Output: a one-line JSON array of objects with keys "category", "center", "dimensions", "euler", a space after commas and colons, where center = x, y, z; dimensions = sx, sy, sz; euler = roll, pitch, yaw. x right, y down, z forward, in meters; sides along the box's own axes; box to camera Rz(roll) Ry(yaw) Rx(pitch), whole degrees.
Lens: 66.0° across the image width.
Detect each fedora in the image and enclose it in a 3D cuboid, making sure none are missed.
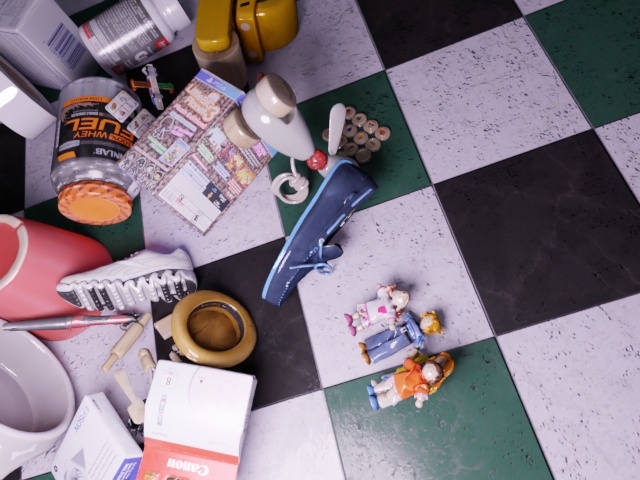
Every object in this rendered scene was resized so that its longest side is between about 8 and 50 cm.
[{"category": "fedora", "center": [-0.230, 0.195, 1.029], "dimensions": [0.079, 0.194, 0.194], "euler": [-50, 58, 34]}]

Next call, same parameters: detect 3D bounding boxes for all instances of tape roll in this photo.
[{"category": "tape roll", "center": [-0.881, -0.421, 1.376], "dimensions": [0.100, 0.286, 0.286], "euler": [-42, 64, -4]}]

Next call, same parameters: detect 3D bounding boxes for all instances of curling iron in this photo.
[{"category": "curling iron", "center": [-0.540, 0.186, 1.087], "dimensions": [0.274, 0.068, 0.035], "euler": [0, 59, -26]}]

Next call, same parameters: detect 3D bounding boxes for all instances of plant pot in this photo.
[{"category": "plant pot", "center": [-0.666, 0.075, 1.136], "dimensions": [0.275, 0.243, 0.274], "euler": [-6, 67, 14]}]

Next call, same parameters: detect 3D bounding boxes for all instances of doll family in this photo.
[{"category": "doll family", "center": [0.161, 0.207, 0.939], "dimensions": [0.163, 0.118, 0.262], "euler": [-27, 46, 10]}]

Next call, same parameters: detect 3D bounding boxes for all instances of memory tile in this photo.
[{"category": "memory tile", "center": [0.084, -0.257, 1.190], "dimensions": [0.148, 0.012, 0.113], "euler": [38, 82, 25]}]

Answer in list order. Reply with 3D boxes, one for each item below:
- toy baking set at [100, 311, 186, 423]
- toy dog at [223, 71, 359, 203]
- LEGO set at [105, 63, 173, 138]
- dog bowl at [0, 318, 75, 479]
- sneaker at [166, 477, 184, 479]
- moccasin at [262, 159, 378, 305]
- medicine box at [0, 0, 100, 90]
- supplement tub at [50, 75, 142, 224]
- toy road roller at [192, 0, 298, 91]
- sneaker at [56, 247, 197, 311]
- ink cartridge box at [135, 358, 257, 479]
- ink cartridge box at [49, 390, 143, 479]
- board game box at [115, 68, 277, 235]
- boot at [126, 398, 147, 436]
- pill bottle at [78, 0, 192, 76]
[{"category": "toy baking set", "center": [-0.348, 0.246, 1.029], "dimensions": [0.197, 0.030, 0.256], "euler": [16, 43, 18]}, {"category": "toy dog", "center": [-0.055, -0.243, 1.065], "dimensions": [0.220, 0.333, 0.160], "euler": [-14, 55, 19]}, {"category": "LEGO set", "center": [-0.426, -0.348, 1.293], "dimensions": [0.060, 0.182, 0.244], "euler": [-20, 37, 46]}, {"category": "dog bowl", "center": [-0.644, 0.294, 0.979], "dimensions": [0.102, 0.349, 0.348], "euler": [-41, 64, 0]}, {"category": "sneaker", "center": [-0.273, 0.482, 0.956], "dimensions": [0.192, 0.064, 0.086], "euler": [-17, 70, 12]}, {"category": "moccasin", "center": [0.000, 0.000, 1.019], "dimensions": [0.117, 0.138, 0.341], "euler": [31, 99, 1]}, {"category": "medicine box", "center": [-0.849, -0.588, 1.447], "dimensions": [0.290, 0.263, 0.149], "euler": [16, 73, 21]}, {"category": "supplement tub", "center": [-0.560, -0.224, 1.248], "dimensions": [0.207, 0.207, 0.337], "euler": [-13, 66, 10]}, {"category": "toy road roller", "center": [-0.184, -0.551, 1.287], "dimensions": [0.241, 0.202, 0.329], "euler": [0, 67, 4]}, {"category": "sneaker", "center": [-0.433, 0.084, 1.116], "dimensions": [0.292, 0.110, 0.118], "euler": [-5, 54, -17]}, {"category": "ink cartridge box", "center": [-0.231, 0.348, 0.894], "dimensions": [0.189, 0.066, 0.232], "euler": [8, 66, 8]}, {"category": "ink cartridge box", "center": [-0.435, 0.457, 0.974], "dimensions": [0.224, 0.045, 0.223], "euler": [40, 109, 26]}, {"category": "board game box", "center": [-0.271, -0.195, 1.142], "dimensions": [0.141, 0.232, 0.291], "euler": [35, 80, 25]}, {"category": "boot", "center": [-0.340, 0.341, 1.015], "dimensions": [0.045, 0.099, 0.121], "euler": [19, 75, 20]}, {"category": "pill bottle", "center": [-0.528, -0.615, 1.425], "dimensions": [0.283, 0.161, 0.161], "euler": [-31, 64, 2]}]
